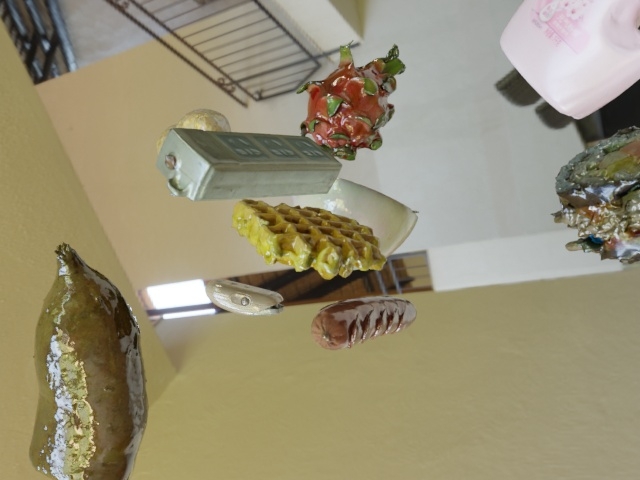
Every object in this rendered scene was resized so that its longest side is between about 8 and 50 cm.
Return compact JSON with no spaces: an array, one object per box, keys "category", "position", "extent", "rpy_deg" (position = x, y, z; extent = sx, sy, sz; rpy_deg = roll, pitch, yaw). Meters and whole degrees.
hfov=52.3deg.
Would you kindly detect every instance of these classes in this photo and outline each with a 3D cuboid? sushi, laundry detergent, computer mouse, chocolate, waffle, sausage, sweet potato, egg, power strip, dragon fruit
[{"category":"sushi","position":[0.577,-0.075,1.226],"extent":[0.225,0.238,0.218],"rpy_deg":[-37,-78,-19]},{"category":"laundry detergent","position":[0.333,-0.280,0.629],"extent":[0.088,0.335,0.159],"rpy_deg":[-3,-125,-47]},{"category":"computer mouse","position":[-0.224,0.174,1.911],"extent":[0.145,0.237,0.082],"rpy_deg":[-12,-63,-86]},{"category":"chocolate","position":[-0.311,-0.246,1.613],"extent":[0.134,0.309,0.134],"rpy_deg":[3,-96,-30]},{"category":"waffle","position":[0.000,0.001,1.014],"extent":[0.229,0.219,0.057],"rpy_deg":[5,-71,-27]},{"category":"sausage","position":[0.088,0.148,1.219],"extent":[0.433,0.088,0.087],"rpy_deg":[4,-101,-64]},{"category":"sweet potato","position":[-0.306,0.188,0.869],"extent":[0.158,0.158,0.369],"rpy_deg":[-7,-75,-61]},{"category":"egg","position":[0.042,-0.028,1.303],"extent":[0.161,0.271,0.206],"rpy_deg":[-71,-20,-5]},{"category":"power strip","position":[-0.071,-0.088,0.755],"extent":[0.272,0.078,0.052],"rpy_deg":[-9,-45,-53]},{"category":"dragon fruit","position":[0.058,-0.230,1.027],"extent":[0.236,0.135,0.137],"rpy_deg":[-55,-25,-7]}]
